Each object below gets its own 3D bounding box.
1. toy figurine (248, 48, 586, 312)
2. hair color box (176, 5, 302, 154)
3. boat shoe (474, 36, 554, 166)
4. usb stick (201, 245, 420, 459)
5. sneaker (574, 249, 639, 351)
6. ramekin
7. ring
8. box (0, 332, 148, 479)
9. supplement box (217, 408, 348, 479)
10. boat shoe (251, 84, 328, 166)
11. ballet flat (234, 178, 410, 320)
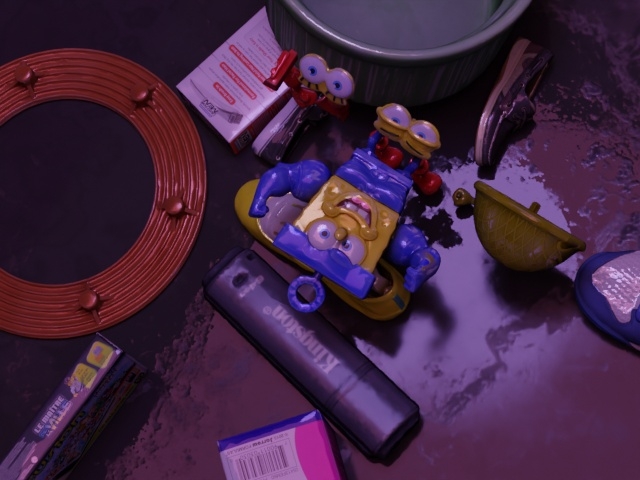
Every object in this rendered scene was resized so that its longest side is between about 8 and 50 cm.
[{"bbox_3d":[0.056,-0.004,1.688,0.362,0.191,0.217,33,82,2],"label":"toy figurine"},{"bbox_3d":[-0.065,-0.187,1.841,0.167,0.053,0.093,-42,75,-5],"label":"hair color box"},{"bbox_3d":[0.207,-0.147,1.789,0.049,0.056,0.152,18,79,18],"label":"boat shoe"},{"bbox_3d":[-0.012,0.117,1.757,0.278,0.045,0.077,43,86,16],"label":"usb stick"},{"bbox_3d":[0.396,0.075,1.666,0.296,0.131,0.112,21,81,14],"label":"sneaker"},{"bbox_3d":[0.079,-0.289,1.766,0.303,0.148,0.303,2,66,-5],"label":"ramekin"},{"bbox_3d":[-0.291,-0.058,1.852,0.336,0.032,0.337,-2,74,8],"label":"ring"},{"bbox_3d":[-0.268,0.198,1.738,0.036,0.114,0.207,35,83,15],"label":"box"},{"bbox_3d":[-0.015,0.298,1.676,0.111,0.114,0.220,-17,72,3],"label":"supplement box"},{"bbox_3d":[-0.015,-0.140,1.827,0.040,0.049,0.142,42,91,10],"label":"boat shoe"},{"bbox_3d":[0.000,0.000,1.769,0.231,0.077,0.077,37,85,16],"label":"ballet flat"}]
